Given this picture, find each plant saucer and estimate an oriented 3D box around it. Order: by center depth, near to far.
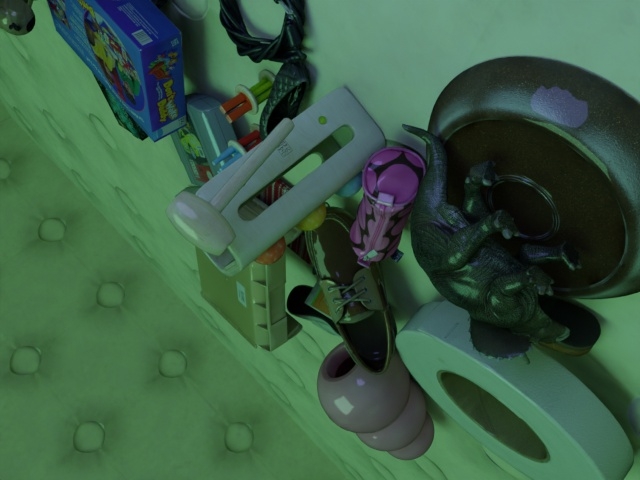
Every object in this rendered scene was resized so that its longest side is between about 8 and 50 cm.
[{"bbox_3d":[0.230,-0.046,0.606,0.310,0.050,0.311,39,154,23],"label":"plant saucer"}]

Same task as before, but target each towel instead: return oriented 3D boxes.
[{"bbox_3d":[-0.107,-0.084,1.167,0.274,0.031,0.199,39,153,17],"label":"towel"}]

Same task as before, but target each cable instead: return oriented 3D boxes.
[{"bbox_3d":[-0.093,-0.317,0.756,0.184,0.047,0.151,28,149,41],"label":"cable"}]

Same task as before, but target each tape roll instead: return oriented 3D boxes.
[{"bbox_3d":[0.287,0.254,0.883,0.392,0.072,0.392,41,163,15],"label":"tape roll"}]

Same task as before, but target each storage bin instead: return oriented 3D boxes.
[{"bbox_3d":[-0.151,0.057,1.166,0.260,0.123,0.263,34,137,36],"label":"storage bin"}]

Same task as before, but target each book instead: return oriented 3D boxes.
[{"bbox_3d":[0.044,0.117,1.130,0.144,0.096,0.035,26,176,44],"label":"book"}]

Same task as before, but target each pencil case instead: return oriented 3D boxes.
[{"bbox_3d":[0.089,-0.040,0.782,0.095,0.098,0.209,29,158,12],"label":"pencil case"}]

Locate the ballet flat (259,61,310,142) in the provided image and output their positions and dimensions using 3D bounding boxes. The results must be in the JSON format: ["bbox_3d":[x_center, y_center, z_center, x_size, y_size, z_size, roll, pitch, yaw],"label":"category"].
[{"bbox_3d":[-0.057,-0.190,0.834,0.173,0.057,0.049,111,148,-47],"label":"ballet flat"}]

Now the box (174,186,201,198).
[{"bbox_3d":[-0.256,-0.003,1.528,0.232,0.058,0.322,10,135,56],"label":"box"}]

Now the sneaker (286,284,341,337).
[{"bbox_3d":[0.062,0.162,1.201,0.290,0.106,0.123,15,168,47],"label":"sneaker"}]

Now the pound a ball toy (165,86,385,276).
[{"bbox_3d":[-0.045,-0.064,0.717,0.136,0.319,0.208,51,157,-6],"label":"pound a ball toy"}]

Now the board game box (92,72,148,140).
[{"bbox_3d":[-0.543,-0.370,1.502,0.126,0.026,0.186,33,153,31],"label":"board game box"}]

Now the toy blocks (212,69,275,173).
[{"bbox_3d":[-0.121,-0.183,0.886,0.054,0.148,0.123,28,150,39],"label":"toy blocks"}]

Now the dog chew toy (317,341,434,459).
[{"bbox_3d":[0.141,0.367,1.234,0.332,0.207,0.206,50,159,-25],"label":"dog chew toy"}]

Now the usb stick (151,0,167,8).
[{"bbox_3d":[-0.348,-0.440,1.023,0.278,0.045,0.077,10,129,56],"label":"usb stick"}]

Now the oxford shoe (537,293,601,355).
[{"bbox_3d":[0.258,0.091,0.742,0.212,0.076,0.076,34,162,30],"label":"oxford shoe"}]

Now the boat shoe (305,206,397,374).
[{"bbox_3d":[0.063,0.093,0.961,0.116,0.123,0.325,-88,-25,-66],"label":"boat shoe"}]

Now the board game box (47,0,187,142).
[{"bbox_3d":[-0.382,-0.381,1.008,0.347,0.078,0.233,47,154,14],"label":"board game box"}]

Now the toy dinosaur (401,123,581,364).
[{"bbox_3d":[0.163,0.019,0.601,0.313,0.121,0.160,46,138,1],"label":"toy dinosaur"}]

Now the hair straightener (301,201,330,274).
[{"bbox_3d":[0.000,0.000,1.054,0.088,0.047,0.230,20,150,9],"label":"hair straightener"}]

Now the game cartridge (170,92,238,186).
[{"bbox_3d":[-0.245,-0.202,1.143,0.294,0.060,0.196,18,128,58],"label":"game cartridge"}]

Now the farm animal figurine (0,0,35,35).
[{"bbox_3d":[-0.598,-0.576,1.060,0.326,0.172,0.331,31,117,44],"label":"farm animal figurine"}]
